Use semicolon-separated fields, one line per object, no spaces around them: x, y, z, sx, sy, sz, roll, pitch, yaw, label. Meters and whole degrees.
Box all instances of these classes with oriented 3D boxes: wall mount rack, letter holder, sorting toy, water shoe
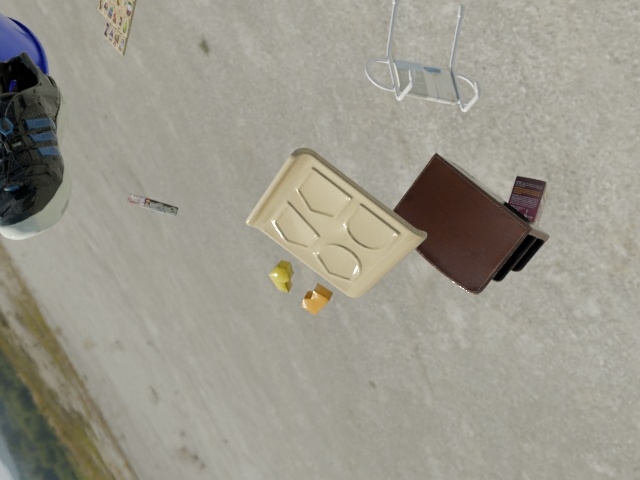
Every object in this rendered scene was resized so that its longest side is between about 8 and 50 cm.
0.293;-0.497;1.916;0.130;0.350;0.304;128;141;-54;wall mount rack
0.346;-0.027;1.719;0.302;0.152;0.214;44;107;29;letter holder
0.000;0.000;1.126;0.229;0.041;0.307;34;141;-6;sorting toy
-0.272;-0.088;0.638;0.080;0.073;0.203;64;-174;-48;water shoe

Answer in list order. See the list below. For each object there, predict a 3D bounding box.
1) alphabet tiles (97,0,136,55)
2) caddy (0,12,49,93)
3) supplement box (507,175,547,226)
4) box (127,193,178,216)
-0.451;-0.541;1.599;0.237;0.009;0.198;46;124;47;alphabet tiles
-0.599;-0.264;1.122;0.341;0.241;0.179;14;173;12;caddy
0.535;-0.062;1.900;0.081;0.188;0.104;16;169;24;supplement box
-0.447;-0.095;1.911;0.137;0.094;0.027;14;88;56;box
